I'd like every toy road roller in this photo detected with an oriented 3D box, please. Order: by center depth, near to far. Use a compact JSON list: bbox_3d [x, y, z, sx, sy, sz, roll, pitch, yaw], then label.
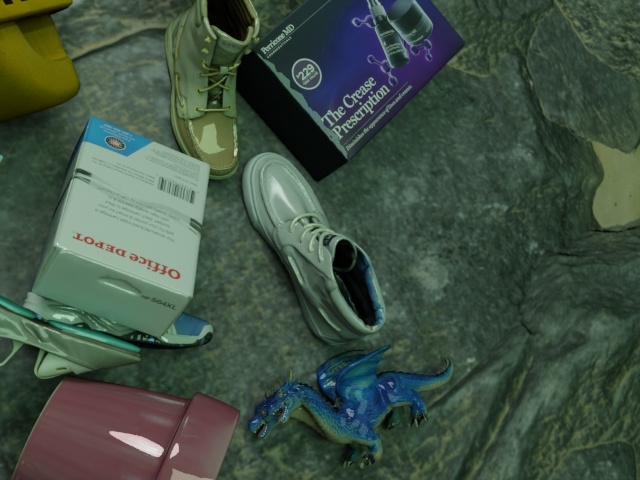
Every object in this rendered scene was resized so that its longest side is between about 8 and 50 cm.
[{"bbox_3d":[-0.369,-0.220,0.904,0.329,0.202,0.241,-49,123,-62],"label":"toy road roller"}]

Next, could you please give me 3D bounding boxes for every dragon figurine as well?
[{"bbox_3d":[0.052,0.176,1.131,0.289,0.085,0.144,-32,94,-27],"label":"dragon figurine"}]

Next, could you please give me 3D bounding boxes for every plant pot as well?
[{"bbox_3d":[-0.201,0.230,0.946,0.180,0.201,0.201,24,68,-2],"label":"plant pot"}]

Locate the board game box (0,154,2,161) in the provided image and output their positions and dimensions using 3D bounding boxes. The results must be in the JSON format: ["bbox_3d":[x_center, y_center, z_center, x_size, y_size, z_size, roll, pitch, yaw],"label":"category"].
[{"bbox_3d":[-0.502,0.012,0.897,0.253,0.079,0.336,28,68,-19],"label":"board game box"}]

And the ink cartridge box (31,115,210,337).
[{"bbox_3d":[-0.208,-0.016,0.999,0.148,0.086,0.203,23,42,-21],"label":"ink cartridge box"}]

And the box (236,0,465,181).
[{"bbox_3d":[0.036,-0.235,1.207,0.184,0.103,0.261,47,63,-7],"label":"box"}]

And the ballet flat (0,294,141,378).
[{"bbox_3d":[-0.287,0.100,0.929,0.213,0.072,0.068,24,83,-16],"label":"ballet flat"}]

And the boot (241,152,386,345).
[{"bbox_3d":[0.000,0.000,1.122,0.095,0.123,0.258,-29,92,-28],"label":"boot"}]

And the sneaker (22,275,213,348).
[{"bbox_3d":[-0.214,0.072,1.025,0.211,0.080,0.081,16,74,-23],"label":"sneaker"}]

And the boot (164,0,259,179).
[{"bbox_3d":[-0.119,-0.190,1.080,0.077,0.165,0.213,-8,81,-27],"label":"boot"}]
